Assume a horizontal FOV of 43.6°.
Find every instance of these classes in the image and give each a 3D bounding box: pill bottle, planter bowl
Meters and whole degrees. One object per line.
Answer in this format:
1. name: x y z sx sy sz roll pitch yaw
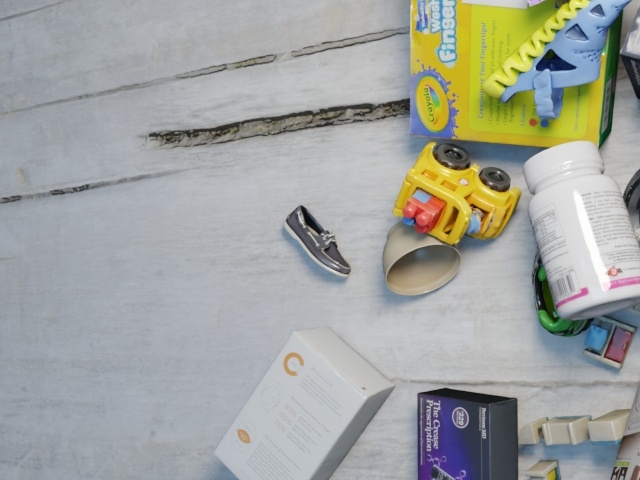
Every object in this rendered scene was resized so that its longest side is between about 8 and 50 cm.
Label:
1. pill bottle: 0.454 -0.017 1.384 0.160 0.160 0.283 -20 71 25
2. planter bowl: 0.197 0.021 1.655 0.162 0.162 0.109 -35 48 21

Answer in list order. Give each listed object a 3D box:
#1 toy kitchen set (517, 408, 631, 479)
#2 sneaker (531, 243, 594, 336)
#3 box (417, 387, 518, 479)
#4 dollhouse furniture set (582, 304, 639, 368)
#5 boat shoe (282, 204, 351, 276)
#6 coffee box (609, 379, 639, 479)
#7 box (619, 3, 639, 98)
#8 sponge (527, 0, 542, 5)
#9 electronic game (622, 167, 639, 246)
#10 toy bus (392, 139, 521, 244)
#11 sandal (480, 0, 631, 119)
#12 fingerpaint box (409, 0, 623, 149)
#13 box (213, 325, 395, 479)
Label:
1. toy kitchen set: 0.505 0.417 1.525 0.207 0.122 0.166 -16 82 45
2. sneaker: 0.470 0.013 1.514 0.134 0.146 0.344 -2 87 26
3. box: 0.291 0.437 1.588 0.184 0.103 0.261 -2 88 45
4. dollhouse furniture set: 0.572 0.151 1.469 0.129 0.129 0.184 22 97 25
5. boat shoe: 0.000 0.000 1.786 0.206 0.075 0.065 44 110 25
6. coffee box: 0.620 0.349 1.368 0.168 0.119 0.297 21 76 4
7. box: 0.688 -0.302 1.304 0.312 0.343 0.179 23 98 25
8. sponge: 0.434 -0.443 1.269 0.210 0.117 0.031 -16 118 33
9. electronic game: 0.635 -0.040 1.437 0.229 0.048 0.229 15 108 59
10. toy bus: 0.252 -0.067 1.561 0.220 0.211 0.149 30 130 13
11. sandal: 0.420 -0.318 1.335 0.138 0.126 0.317 46 135 2
12. fingerpaint box: 0.363 -0.414 1.493 0.371 0.163 0.445 8 114 26
13. box: -0.037 0.390 1.743 0.215 0.168 0.345 40 106 22
